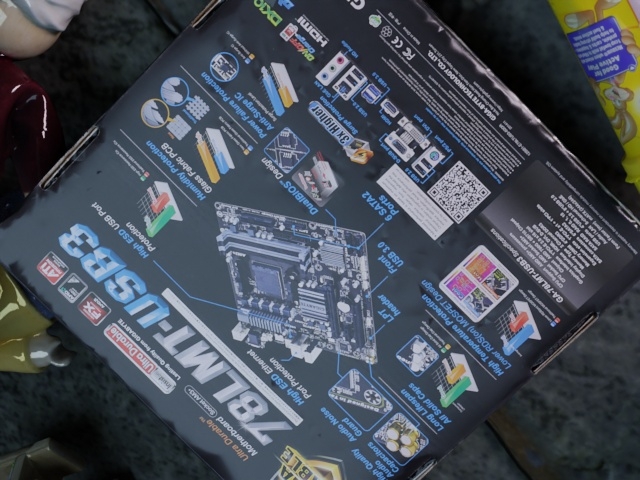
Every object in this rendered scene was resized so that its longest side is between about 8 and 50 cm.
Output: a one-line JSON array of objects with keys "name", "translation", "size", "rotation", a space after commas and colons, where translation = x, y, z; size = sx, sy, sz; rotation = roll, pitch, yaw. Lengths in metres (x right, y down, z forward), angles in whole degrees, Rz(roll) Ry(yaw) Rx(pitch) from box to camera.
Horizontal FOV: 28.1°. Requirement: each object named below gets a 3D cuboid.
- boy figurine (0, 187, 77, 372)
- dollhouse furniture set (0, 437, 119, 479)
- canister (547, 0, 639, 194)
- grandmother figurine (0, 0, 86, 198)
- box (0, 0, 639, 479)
[{"name": "boy figurine", "translation": [-0.260, 0.027, 0.961], "size": [0.285, 0.092, 0.177], "rotation": [-20, 106, 21]}, {"name": "dollhouse furniture set", "translation": [-0.223, 0.322, 1.052], "size": [0.161, 0.212, 0.242], "rotation": [-23, 131, 33]}, {"name": "canister", "translation": [0.192, -0.124, 0.683], "size": [0.126, 0.073, 0.170], "rotation": [-23, 103, 34]}, {"name": "grandmother figurine", "translation": [-0.257, -0.060, 0.860], "size": [0.208, 0.104, 0.342], "rotation": [27, 96, -10]}, {"name": "box", "translation": [0.000, 0.000, 0.780], "size": [0.295, 0.073, 0.293], "rotation": [44, 103, -2]}]
